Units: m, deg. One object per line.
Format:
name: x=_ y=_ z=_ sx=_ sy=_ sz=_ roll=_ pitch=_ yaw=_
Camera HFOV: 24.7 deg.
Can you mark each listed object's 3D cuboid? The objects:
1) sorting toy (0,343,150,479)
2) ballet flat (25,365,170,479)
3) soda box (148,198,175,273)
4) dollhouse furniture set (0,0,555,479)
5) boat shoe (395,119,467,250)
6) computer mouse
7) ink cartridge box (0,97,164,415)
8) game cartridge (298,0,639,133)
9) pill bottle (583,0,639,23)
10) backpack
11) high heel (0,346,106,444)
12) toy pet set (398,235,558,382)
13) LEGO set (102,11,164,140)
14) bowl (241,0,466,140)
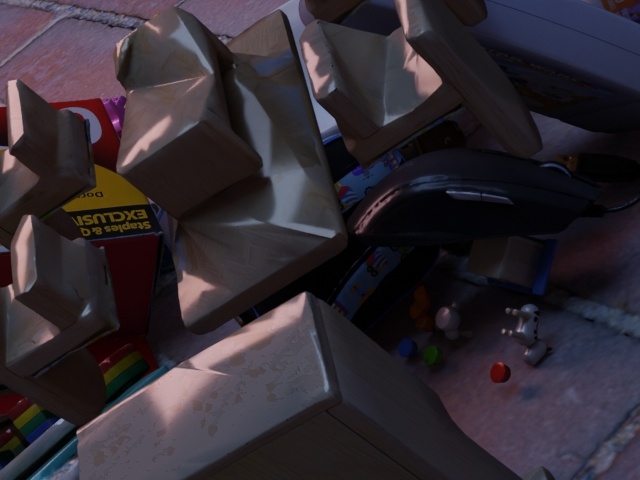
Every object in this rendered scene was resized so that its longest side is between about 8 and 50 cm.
sorting toy: x=-0.244 y=0.171 z=1.166 sx=0.274 sy=0.046 sz=0.132 roll=-41 pitch=-6 yaw=3
ballet flat: x=-0.232 y=0.258 z=1.026 sx=0.409 sy=0.147 sz=0.147 roll=-38 pitch=30 yaw=-18
soda box: x=-0.219 y=0.011 z=1.451 sx=0.183 sy=0.058 sz=0.063 roll=-18 pitch=33 yaw=25
dollhouse furniture set: x=-0.018 y=0.030 z=0.919 sx=0.362 sy=0.256 sz=0.394 roll=-32 pitch=44 yaw=18
boat shoe: x=0.083 y=-0.076 z=1.181 sx=0.060 sy=0.178 sz=0.064 roll=-43 pitch=28 yaw=-26
computer mouse: x=0.155 y=-0.051 z=1.092 sx=0.262 sy=0.060 sz=0.184 roll=-3 pitch=16 yaw=15
ink cartridge box: x=-0.304 y=0.015 z=1.252 sx=0.309 sy=0.130 sz=0.272 roll=-8 pitch=43 yaw=-23
game cartridge: x=0.141 y=-0.149 z=1.104 sx=0.198 sy=0.297 sz=0.062 roll=-160 pitch=87 yaw=-79
pill bottle: x=0.330 y=-0.280 z=1.307 sx=0.216 sy=0.121 sz=0.121 roll=-23 pitch=31 yaw=17
backpack: x=0.000 y=0.000 z=1.164 sx=0.173 sy=0.158 sz=0.117 roll=-41 pitch=14 yaw=-12
high heel: x=-0.295 y=0.180 z=1.246 sx=0.186 sy=0.093 sz=0.261 roll=-10 pitch=37 yaw=25
toy pet set: x=0.132 y=0.048 z=1.091 sx=0.122 sy=0.065 sz=0.114 roll=13 pitch=87 yaw=55
LEGO set: x=-0.191 y=-0.205 z=1.709 sx=0.087 sy=0.093 sz=0.227 roll=-17 pitch=33 yaw=24
bowl: x=0.028 y=-0.122 z=1.341 sx=0.298 sy=0.134 sz=0.298 roll=-24 pitch=30 yaw=15
